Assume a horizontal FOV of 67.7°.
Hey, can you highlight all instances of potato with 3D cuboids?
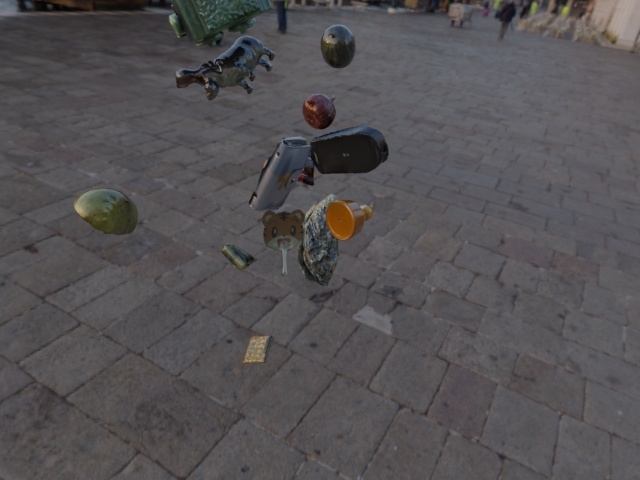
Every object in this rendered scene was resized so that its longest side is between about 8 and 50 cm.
[{"bbox_3d":[-0.661,-0.108,1.516,0.160,0.111,0.271,45,3,2],"label":"potato"}]

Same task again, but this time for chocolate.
[{"bbox_3d":[-0.058,-0.279,1.824,0.086,0.028,0.183,16,52,-19],"label":"chocolate"}]

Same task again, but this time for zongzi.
[{"bbox_3d":[-0.265,0.042,1.572,0.104,0.052,0.113,48,24,2],"label":"zongzi"}]

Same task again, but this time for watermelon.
[{"bbox_3d":[0.037,-0.405,0.994,0.078,0.078,0.110,10,1,4],"label":"watermelon"}]

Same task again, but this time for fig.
[{"bbox_3d":[0.006,-0.461,1.713,0.150,0.129,0.128,-10,34,-37],"label":"fig"}]

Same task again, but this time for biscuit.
[{"bbox_3d":[-0.170,0.300,1.310,0.081,0.018,0.083,-12,46,31],"label":"biscuit"}]

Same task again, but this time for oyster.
[{"bbox_3d":[0.001,-0.005,1.793,0.158,0.351,0.162,10,8,11],"label":"oyster"}]

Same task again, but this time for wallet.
[{"bbox_3d":[-0.118,-0.195,1.398,0.069,0.231,0.170,40,26,18],"label":"wallet"}]

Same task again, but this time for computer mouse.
[{"bbox_3d":[0.106,-0.339,1.780,0.295,0.168,0.087,-3,39,17],"label":"computer mouse"}]

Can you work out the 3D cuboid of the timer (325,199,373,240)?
[{"bbox_3d":[0.114,-0.081,1.558,0.152,0.132,0.132,-19,39,-40],"label":"timer"}]

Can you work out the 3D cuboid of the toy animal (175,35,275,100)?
[{"bbox_3d":[-0.294,-0.551,1.548,0.168,0.106,0.343,44,58,6],"label":"toy animal"}]

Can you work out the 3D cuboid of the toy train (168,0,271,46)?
[{"bbox_3d":[-0.293,-0.683,1.409,0.299,0.167,0.238,-30,24,-12],"label":"toy train"}]

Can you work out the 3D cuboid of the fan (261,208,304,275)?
[{"bbox_3d":[-0.122,0.008,1.576,0.152,0.227,0.008,-6,14,-25],"label":"fan"}]
